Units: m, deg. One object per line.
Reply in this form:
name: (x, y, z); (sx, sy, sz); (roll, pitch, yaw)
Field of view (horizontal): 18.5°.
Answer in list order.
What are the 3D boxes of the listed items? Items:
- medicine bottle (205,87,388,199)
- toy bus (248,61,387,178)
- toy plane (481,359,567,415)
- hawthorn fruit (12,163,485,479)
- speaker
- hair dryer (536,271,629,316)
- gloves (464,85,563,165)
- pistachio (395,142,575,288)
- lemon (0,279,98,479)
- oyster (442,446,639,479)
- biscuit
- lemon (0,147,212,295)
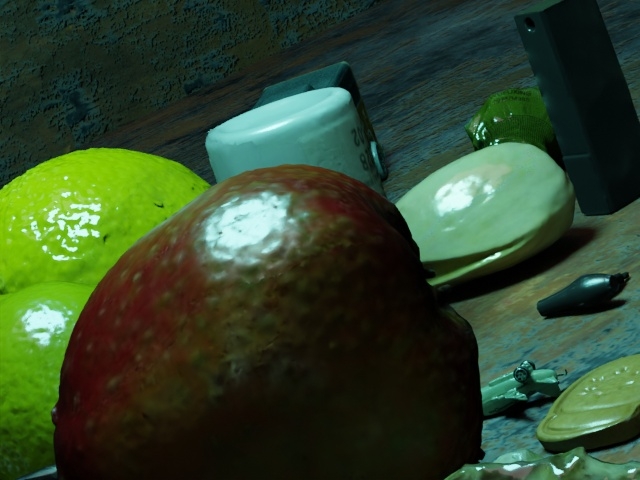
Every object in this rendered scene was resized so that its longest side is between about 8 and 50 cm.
medicine bottle: (0.000, 0.000, 1.760); (0.144, 0.252, 0.144); (-18, 10, 3)
toy bus: (-0.010, -0.115, 2.434); (0.139, 0.167, 0.275); (-18, 14, 12)
toy plane: (0.151, 0.115, 1.537); (0.083, 0.033, 0.080); (-17, 2, 17)
hawthorn fruit: (-0.068, 0.111, 1.346); (0.369, 0.284, 0.285); (-22, 12, 12)
speaker: (0.268, -0.140, 1.988); (0.082, 0.218, 0.044); (-30, 14, -32)
hair dryer: (0.240, 0.044, 1.731); (0.079, 0.031, 0.083); (-22, -4, 40)
gloves: (0.232, -0.121, 2.247); (0.135, 0.107, 0.268); (12, 15, 5)
pistachio: (0.151, -0.021, 1.909); (0.200, 0.117, 0.145); (-23, 18, -8)
lemon: (-0.190, 0.134, 1.566); (0.184, 0.248, 0.184); (-33, -18, -12)
oyster: (0.116, 0.188, 1.144); (0.355, 0.107, 0.201); (-23, 17, -9)
biscuit: (0.226, 0.113, 1.451); (0.118, 0.023, 0.140); (-14, 14, 29)
lemon: (-0.202, 0.038, 1.892); (0.268, 0.268, 0.322); (-15, 18, 23)
